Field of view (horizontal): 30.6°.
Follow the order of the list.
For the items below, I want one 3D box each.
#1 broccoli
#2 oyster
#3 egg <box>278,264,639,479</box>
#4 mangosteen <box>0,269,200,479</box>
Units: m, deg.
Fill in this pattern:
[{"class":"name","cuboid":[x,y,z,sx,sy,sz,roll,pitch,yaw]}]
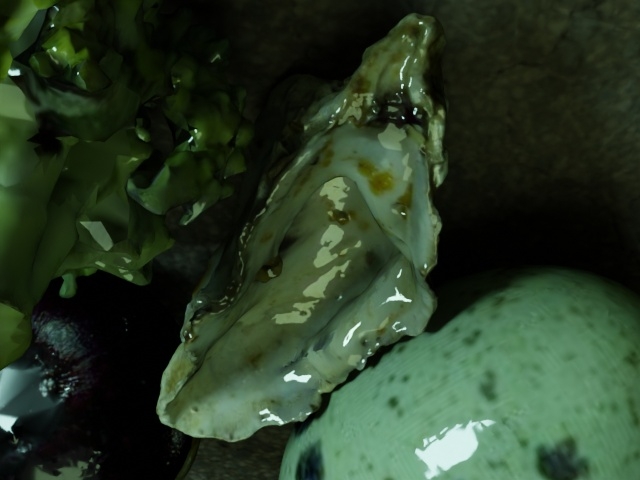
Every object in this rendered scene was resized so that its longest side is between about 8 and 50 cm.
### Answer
[{"class":"broccoli","cuboid":[-0.205,-0.067,0.662,0.272,0.324,0.334,47,137,16]},{"class":"oyster","cuboid":[-0.002,-0.003,0.761,0.166,0.110,0.341,11,120,-4]},{"class":"egg","cuboid":[0.122,0.178,0.864,0.287,0.288,0.379,18,141,-16]},{"class":"mangosteen","cuboid":[-0.185,0.130,0.917,0.211,0.211,0.250,-6,169,11]}]
